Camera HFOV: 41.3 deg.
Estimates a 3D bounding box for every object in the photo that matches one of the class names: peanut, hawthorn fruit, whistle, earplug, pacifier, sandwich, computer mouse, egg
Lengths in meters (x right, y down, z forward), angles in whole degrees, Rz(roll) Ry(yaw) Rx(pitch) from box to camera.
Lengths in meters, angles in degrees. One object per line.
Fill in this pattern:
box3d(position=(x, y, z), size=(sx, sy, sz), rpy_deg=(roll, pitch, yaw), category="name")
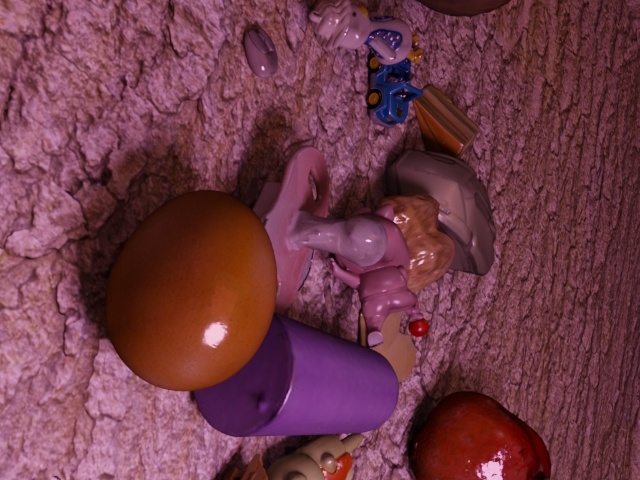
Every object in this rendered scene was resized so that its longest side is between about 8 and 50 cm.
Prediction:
box3d(position=(0.192, 0.002, 1.863), size=(0.197, 0.110, 0.233), rpy_deg=(-24, 107, -5), category="peanut")
box3d(position=(0.366, 0.494, 1.949), size=(0.295, 0.311, 0.295), rpy_deg=(13, 90, -82), category="hawthorn fruit")
box3d(position=(-0.010, 0.431, 1.598), size=(0.288, 0.131, 0.106), rpy_deg=(-17, 72, -52), category="whistle")
box3d(position=(-0.010, 0.257, 1.555), size=(0.456, 0.215, 0.215), rpy_deg=(22, 71, -54), category="earplug")
box3d(position=(-0.031, -0.015, 1.534), size=(0.220, 0.273, 0.332), rpy_deg=(39, 55, -25), category="pacifier")
box3d(position=(0.284, -0.269, 2.122), size=(0.187, 0.144, 0.117), rpy_deg=(44, 44, 4), category="sandwich")
box3d(position=(0.322, -0.072, 2.023), size=(0.429, 0.145, 0.228), rpy_deg=(37, 54, -39), category="computer mouse")
box3d(position=(-0.108, -0.352, 1.592), size=(0.066, 0.039, 0.096), rpy_deg=(-28, 109, -50), category="computer mouse")
box3d(position=(-0.190, 0.070, 1.285), size=(0.250, 0.250, 0.322), rpy_deg=(47, 43, -40), category="egg")

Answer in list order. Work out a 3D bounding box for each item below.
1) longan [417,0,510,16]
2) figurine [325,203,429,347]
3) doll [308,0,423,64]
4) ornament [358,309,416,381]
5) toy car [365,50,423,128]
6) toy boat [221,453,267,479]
box3d(position=(0.325, -0.703, 1.908), size=(0.391, 0.391, 0.391), rpy_deg=(5, 83, -52), category="longan")
box3d(position=(0.112, 0.076, 1.740), size=(0.186, 0.176, 0.287), rpy_deg=(71, -3, -73), category="figurine")
box3d(position=(0.096, -0.435, 1.769), size=(0.293, 0.119, 0.138), rpy_deg=(7, 56, -36), category="doll")
box3d(position=(0.135, 0.241, 1.857), size=(0.180, 0.059, 0.201), rpy_deg=(-49, 127, -39), category="ornament")
box3d(position=(0.169, -0.353, 1.905), size=(0.097, 0.100, 0.191), rpy_deg=(10, 80, -52), category="toy car")
box3d(position=(-0.150, 0.461, 1.428), size=(0.226, 0.088, 0.068), rpy_deg=(-60, 152, -45), category="toy boat")
